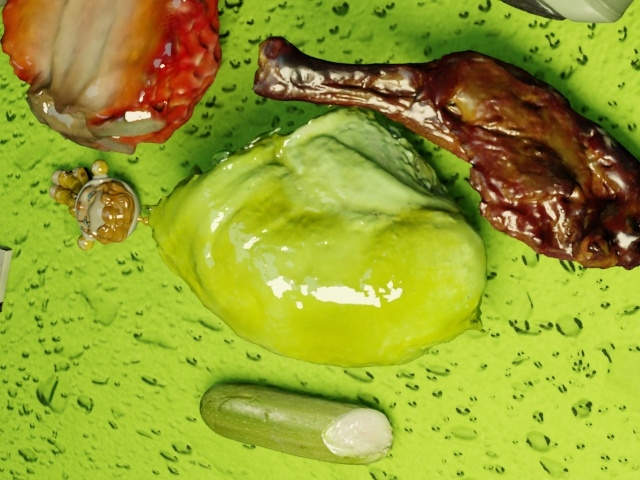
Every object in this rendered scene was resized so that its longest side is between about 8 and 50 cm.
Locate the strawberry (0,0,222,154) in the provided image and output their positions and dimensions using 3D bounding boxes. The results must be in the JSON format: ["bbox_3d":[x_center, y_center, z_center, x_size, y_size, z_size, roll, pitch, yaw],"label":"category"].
[{"bbox_3d":[-0.197,-0.260,1.287,0.265,0.149,0.336,15,91,34],"label":"strawberry"}]

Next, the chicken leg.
[{"bbox_3d":[0.132,-0.098,1.099,0.406,0.158,0.096,28,150,5],"label":"chicken leg"}]

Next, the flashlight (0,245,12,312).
[{"bbox_3d":[-0.402,0.049,1.488,0.018,0.018,0.083,19,103,25],"label":"flashlight"}]

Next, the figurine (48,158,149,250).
[{"bbox_3d":[-0.263,-0.040,1.381,0.143,0.068,0.102,-7,87,42],"label":"figurine"}]

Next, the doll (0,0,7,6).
[{"bbox_3d":[-0.337,-0.393,1.350,0.287,0.151,0.151,-43,74,21],"label":"doll"}]

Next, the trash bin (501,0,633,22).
[{"bbox_3d":[0.254,-0.381,0.945,0.432,0.280,0.280,-43,74,21],"label":"trash bin"}]

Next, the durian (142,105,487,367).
[{"bbox_3d":[0.000,0.000,1.157,0.256,0.204,0.340,-46,69,11],"label":"durian"}]

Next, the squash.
[{"bbox_3d":[-0.028,0.193,1.262,0.238,0.069,0.069,7,97,29],"label":"squash"}]
